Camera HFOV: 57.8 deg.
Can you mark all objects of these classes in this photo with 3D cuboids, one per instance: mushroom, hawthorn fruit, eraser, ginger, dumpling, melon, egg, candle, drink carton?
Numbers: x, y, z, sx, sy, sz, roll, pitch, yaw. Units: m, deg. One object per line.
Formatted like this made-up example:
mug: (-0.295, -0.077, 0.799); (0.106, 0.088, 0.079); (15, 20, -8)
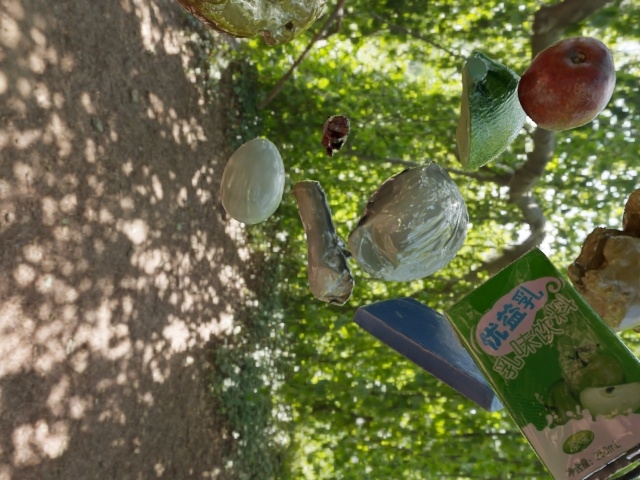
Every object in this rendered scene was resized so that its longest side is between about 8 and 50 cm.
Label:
mushroom: (0.002, 0.001, 1.189); (0.096, 0.099, 0.278); (19, 53, -57)
hawthorn fruit: (0.465, -0.294, 1.084); (0.173, 0.172, 0.173); (-3, 90, -84)
eraser: (0.210, 0.179, 0.993); (0.312, 0.144, 0.043); (28, -64, 46)
ginger: (0.579, 0.008, 1.023); (0.166, 0.375, 0.236); (-23, -80, 55)
dumpling: (0.186, -0.028, 1.183); (0.227, 0.243, 0.175); (56, 12, -20)
melon: (0.355, -0.271, 1.234); (0.124, 0.196, 0.323); (45, 3, 20)
egg: (-0.159, -0.141, 1.386); (0.151, 0.151, 0.209); (-67, 175, -77)
candle: (0.034, -0.239, 1.233); (0.084, 0.059, 0.302); (-58, -173, 17)
drink carton: (0.291, 0.162, 0.718); (0.108, 0.161, 0.271); (40, 17, -49)

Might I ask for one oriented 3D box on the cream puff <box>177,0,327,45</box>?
cream puff: (-0.076, -0.378, 0.597); (0.343, 0.231, 0.327); (44, 24, -38)
